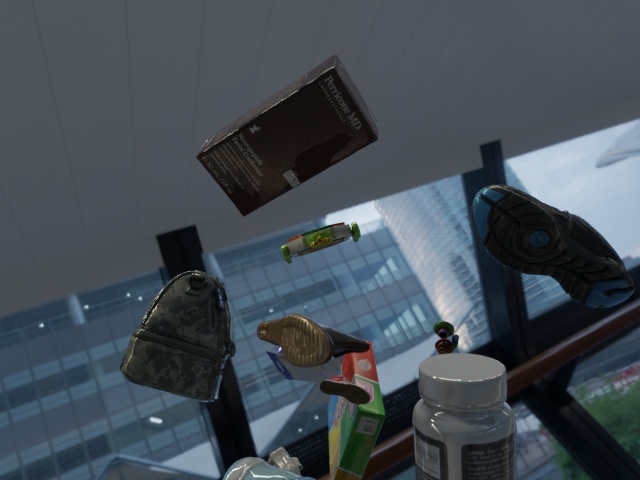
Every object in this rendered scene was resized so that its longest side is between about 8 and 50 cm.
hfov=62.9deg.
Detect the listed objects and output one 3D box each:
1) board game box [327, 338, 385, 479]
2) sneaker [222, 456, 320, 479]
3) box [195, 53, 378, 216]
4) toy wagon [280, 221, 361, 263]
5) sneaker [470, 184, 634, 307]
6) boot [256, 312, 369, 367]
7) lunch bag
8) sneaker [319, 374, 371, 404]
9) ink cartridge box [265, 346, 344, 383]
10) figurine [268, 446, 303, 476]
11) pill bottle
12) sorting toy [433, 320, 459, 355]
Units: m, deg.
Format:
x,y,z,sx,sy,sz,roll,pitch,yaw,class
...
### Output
x,y,z,sx,sy,sz,roll,pitch,yaw,class
0.083,0.435,1.337,0.064,0.316,0.242,14,-71,-6,board game box
-0.053,0.474,0.705,0.208,0.319,0.127,-6,-18,32,sneaker
-0.075,-0.235,1.214,0.381,0.143,0.191,-29,-65,18,box
0.000,0.000,1.743,0.267,0.068,0.344,-18,-6,-2,toy wagon
0.412,-0.004,0.960,0.341,0.140,0.125,33,-51,-14,sneaker
0.015,0.190,1.005,0.207,0.090,0.248,11,-5,-30,boot
-0.298,0.221,1.194,0.212,0.256,0.305,15,-20,-2,lunch bag
0.064,0.336,1.186,0.118,0.042,0.067,11,1,22,sneaker
-0.036,0.462,1.956,0.311,0.065,0.186,-4,-48,30,ink cartridge box
-0.116,0.693,1.431,0.215,0.092,0.209,-24,24,-24,figurine
0.293,0.430,1.063,0.204,0.361,0.204,-3,6,0,pill bottle
0.310,0.250,1.292,0.061,0.042,0.102,0,-57,20,sorting toy
